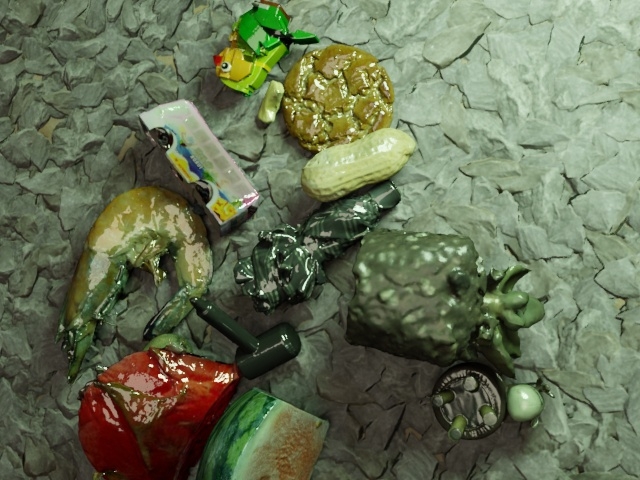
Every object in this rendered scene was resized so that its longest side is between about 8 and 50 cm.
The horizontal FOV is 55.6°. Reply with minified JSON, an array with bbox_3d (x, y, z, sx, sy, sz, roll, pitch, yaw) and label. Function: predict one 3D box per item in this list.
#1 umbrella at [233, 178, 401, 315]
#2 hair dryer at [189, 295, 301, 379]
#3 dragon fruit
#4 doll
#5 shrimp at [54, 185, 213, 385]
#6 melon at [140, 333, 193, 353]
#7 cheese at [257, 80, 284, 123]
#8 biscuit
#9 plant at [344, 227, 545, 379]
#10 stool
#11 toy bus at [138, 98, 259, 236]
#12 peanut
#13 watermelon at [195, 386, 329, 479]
[{"bbox_3d":[0.003,0.010,1.087,0.337,0.128,0.154,-27,59,8],"label":"umbrella"},{"bbox_3d":[-0.139,0.154,1.080,0.114,0.248,0.070,-29,42,11],"label":"hair dryer"},{"bbox_3d":[-0.312,0.346,1.111,0.282,0.100,0.343,25,101,-19],"label":"dragon fruit"},{"bbox_3d":[-0.115,-0.358,1.142,0.186,0.106,0.134,-43,84,9],"label":"doll"},{"bbox_3d":[-0.380,0.107,1.215,0.272,0.085,0.444,30,91,8],"label":"shrimp"},{"bbox_3d":[-0.305,0.238,1.175,0.098,0.098,0.130,45,98,11],"label":"melon"},{"bbox_3d":[-0.092,-0.262,1.160,0.083,0.030,0.044,-65,34,26],"label":"cheese"},{"bbox_3d":[0.029,-0.261,1.137,0.226,0.042,0.225,0,89,13],"label":"biscuit"},{"bbox_3d":[0.207,0.099,0.992,0.313,0.213,0.215,13,89,14],"label":"plant"},{"bbox_3d":[0.278,0.273,1.019,0.217,0.121,0.125,-1,86,19],"label":"stool"},{"bbox_3d":[-0.233,-0.144,1.167,0.112,0.090,0.274,-34,81,-15],"label":"toy bus"},{"bbox_3d":[0.066,-0.136,1.075,0.215,0.098,0.090,-19,107,0],"label":"peanut"},{"bbox_3d":[-0.100,0.382,1.057,0.201,0.262,0.212,25,76,-6],"label":"watermelon"}]
